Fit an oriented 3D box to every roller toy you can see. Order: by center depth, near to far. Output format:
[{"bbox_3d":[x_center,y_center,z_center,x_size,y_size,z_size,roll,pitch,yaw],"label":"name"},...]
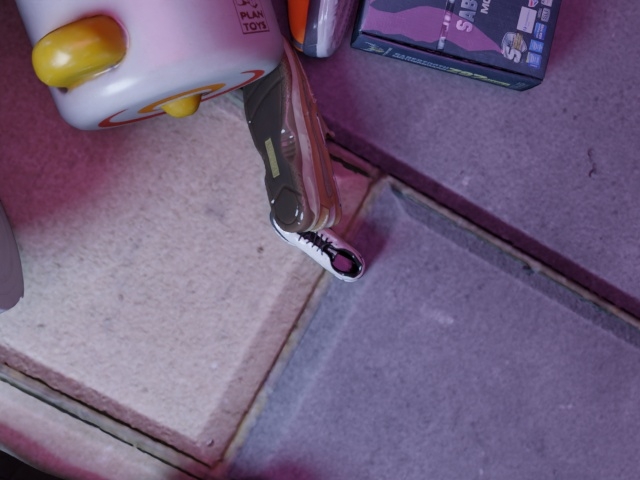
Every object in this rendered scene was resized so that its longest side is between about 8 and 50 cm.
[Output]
[{"bbox_3d":[-0.132,-0.171,0.606,0.191,0.209,0.146,-20,97,-11],"label":"roller toy"}]

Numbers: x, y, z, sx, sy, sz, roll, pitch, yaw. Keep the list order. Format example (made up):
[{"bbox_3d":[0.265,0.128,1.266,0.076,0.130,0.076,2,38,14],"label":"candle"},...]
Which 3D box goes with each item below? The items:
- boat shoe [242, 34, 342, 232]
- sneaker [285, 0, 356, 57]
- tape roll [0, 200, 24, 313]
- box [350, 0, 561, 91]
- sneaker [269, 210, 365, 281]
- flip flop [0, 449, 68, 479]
[{"bbox_3d":[-0.021,-0.100,0.699,0.072,0.068,0.190,-5,84,-41],"label":"boat shoe"},{"bbox_3d":[-0.051,-0.328,0.665,0.180,0.124,0.321,4,101,10],"label":"sneaker"},{"bbox_3d":[-0.359,-0.022,0.557,0.169,0.246,0.246,-26,95,-6],"label":"tape roll"},{"bbox_3d":[0.142,-0.277,0.711,0.183,0.059,0.233,13,89,-7],"label":"box"},{"bbox_3d":[0.000,0.000,0.709,0.109,0.044,0.040,34,89,-6],"label":"sneaker"},{"bbox_3d":[-0.245,0.272,0.661,0.277,0.112,0.080,30,113,-10],"label":"flip flop"}]
